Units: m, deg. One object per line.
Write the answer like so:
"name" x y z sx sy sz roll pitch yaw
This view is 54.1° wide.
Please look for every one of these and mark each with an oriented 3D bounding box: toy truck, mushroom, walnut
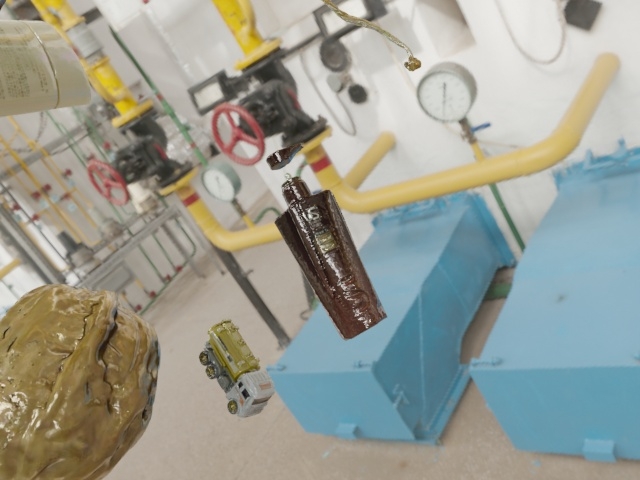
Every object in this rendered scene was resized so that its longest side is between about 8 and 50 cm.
"toy truck" -0.110 0.167 0.824 0.052 0.123 0.063 3 -47 -54
"mushroom" 0.071 -0.351 1.020 0.028 0.025 0.286 -52 56 16
"walnut" -0.272 0.156 0.661 0.198 0.198 0.245 -21 39 29

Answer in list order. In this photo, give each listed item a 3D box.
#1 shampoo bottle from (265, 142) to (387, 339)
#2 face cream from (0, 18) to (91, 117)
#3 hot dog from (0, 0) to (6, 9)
"shampoo bottle" 0.002 -0.001 0.739 0.068 0.237 0.067 -23 -9 -35
"face cream" -0.558 -0.300 1.082 0.081 0.174 0.348 -18 9 27
"hot dog" -0.347 -0.214 0.351 0.174 0.267 0.387 -23 9 9
